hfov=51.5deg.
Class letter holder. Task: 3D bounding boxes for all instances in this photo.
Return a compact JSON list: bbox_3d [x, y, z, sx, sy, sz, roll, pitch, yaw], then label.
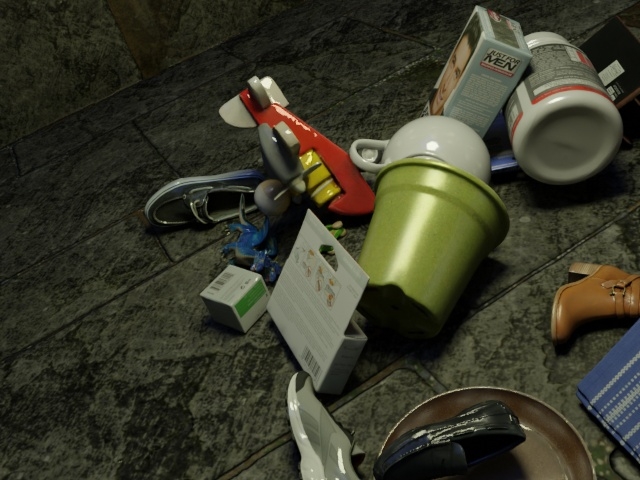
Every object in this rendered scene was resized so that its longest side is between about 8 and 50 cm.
[{"bbox_3d":[0.733,-0.347,1.549,0.152,0.214,0.302,-40,27,29],"label":"letter holder"}]

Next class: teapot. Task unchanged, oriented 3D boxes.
[{"bbox_3d":[0.224,-0.132,1.385,0.256,0.252,0.187,-15,18,31],"label":"teapot"}]

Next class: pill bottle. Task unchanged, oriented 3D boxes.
[{"bbox_3d":[0.498,-0.300,1.426,0.210,0.210,0.363,-10,38,14],"label":"pill bottle"}]

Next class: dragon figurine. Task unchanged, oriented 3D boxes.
[{"bbox_3d":[-0.149,-0.003,1.560,0.144,0.085,0.289,-10,38,14],"label":"dragon figurine"}]

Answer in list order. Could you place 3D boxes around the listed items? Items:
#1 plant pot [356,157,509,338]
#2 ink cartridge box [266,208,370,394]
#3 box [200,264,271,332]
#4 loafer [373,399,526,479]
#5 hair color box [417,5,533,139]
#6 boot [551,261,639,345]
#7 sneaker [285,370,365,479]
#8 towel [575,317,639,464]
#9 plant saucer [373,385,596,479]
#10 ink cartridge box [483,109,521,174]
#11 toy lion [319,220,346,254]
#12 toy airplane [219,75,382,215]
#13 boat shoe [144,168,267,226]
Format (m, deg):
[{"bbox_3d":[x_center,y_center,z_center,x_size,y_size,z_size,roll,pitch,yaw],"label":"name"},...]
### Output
[{"bbox_3d":[0.180,0.033,1.239,0.276,0.276,0.254,9,57,34],"label":"plant pot"},{"bbox_3d":[0.005,0.106,1.238,0.060,0.239,0.275,13,22,-32],"label":"ink cartridge box"},{"bbox_3d":[-0.177,0.123,1.409,0.102,0.087,0.101,15,49,38],"label":"box"},{"bbox_3d":[0.183,0.299,0.940,0.223,0.076,0.078,-21,28,-8],"label":"loafer"},{"bbox_3d":[0.318,-0.306,1.490,0.113,0.374,0.185,18,38,-9],"label":"hair color box"},{"bbox_3d":[0.482,0.113,1.123,0.152,0.073,0.197,13,50,32],"label":"boot"},{"bbox_3d":[0.008,0.323,1.066,0.108,0.100,0.271,-18,42,-3],"label":"sneaker"},{"bbox_3d":[0.522,0.228,0.881,0.243,0.040,0.336,-54,35,15],"label":"towel"},{"bbox_3d":[0.233,0.349,0.957,0.310,0.050,0.311,-14,37,11],"label":"plant saucer"},{"bbox_3d":[0.476,-0.250,1.595,0.185,0.065,0.311,-9,36,13],"label":"ink cartridge box"},{"bbox_3d":[0.000,0.000,1.535,0.096,0.034,0.100,-4,38,33],"label":"toy lion"},{"bbox_3d":[-0.080,-0.191,1.539,0.384,0.386,0.272,33,88,41],"label":"toy airplane"},{"bbox_3d":[-0.300,-0.103,1.729,0.335,0.121,0.119,-17,32,1],"label":"boat shoe"}]
